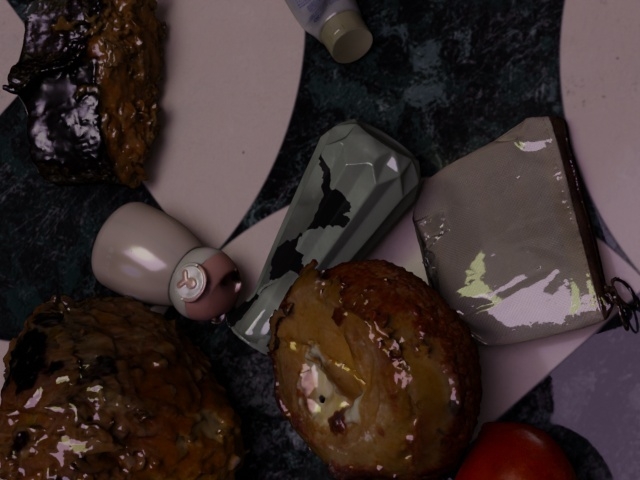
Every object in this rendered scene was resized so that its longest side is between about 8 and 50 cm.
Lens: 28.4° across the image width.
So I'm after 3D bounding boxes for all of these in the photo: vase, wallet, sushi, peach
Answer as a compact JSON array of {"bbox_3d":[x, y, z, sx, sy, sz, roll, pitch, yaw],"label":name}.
[{"bbox_3d":[0.000,0.000,1.870,0.165,0.165,0.360,40,105,25],"label":"vase"},{"bbox_3d":[0.273,0.002,1.785,0.275,0.068,0.335,-19,68,18],"label":"wallet"},{"bbox_3d":[-0.376,-0.257,2.046,0.208,0.234,0.348,-3,86,26],"label":"sushi"},{"bbox_3d":[0.247,0.341,1.674,0.190,0.190,0.192,-42,52,15],"label":"peach"}]

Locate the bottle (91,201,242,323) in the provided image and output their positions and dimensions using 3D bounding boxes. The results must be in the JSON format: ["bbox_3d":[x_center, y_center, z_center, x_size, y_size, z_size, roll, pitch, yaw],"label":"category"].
[{"bbox_3d":[-0.226,0.046,1.972,0.237,0.147,0.147,25,94,24],"label":"bottle"}]

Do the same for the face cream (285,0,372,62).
[{"bbox_3d":[0.006,-0.378,1.979,0.114,0.070,0.224,-39,56,15],"label":"face cream"}]

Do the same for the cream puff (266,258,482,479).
[{"bbox_3d":[0.088,0.185,1.742,0.350,0.229,0.350,14,110,45],"label":"cream puff"}]

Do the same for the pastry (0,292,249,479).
[{"bbox_3d":[-0.318,0.264,1.879,0.292,0.337,0.405,-48,66,22],"label":"pastry"}]
